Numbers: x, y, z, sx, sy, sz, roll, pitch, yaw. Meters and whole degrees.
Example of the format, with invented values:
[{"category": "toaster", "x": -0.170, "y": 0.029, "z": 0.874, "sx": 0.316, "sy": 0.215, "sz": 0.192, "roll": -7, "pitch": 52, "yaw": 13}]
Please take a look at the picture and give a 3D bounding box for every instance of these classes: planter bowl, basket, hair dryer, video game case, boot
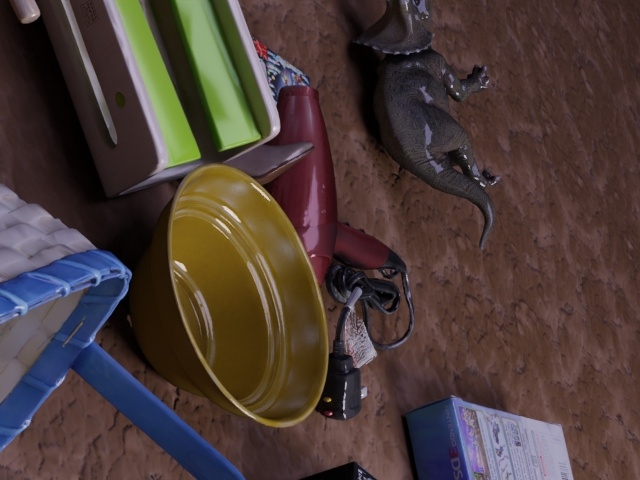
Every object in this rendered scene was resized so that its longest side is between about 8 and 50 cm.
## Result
[{"category": "planter bowl", "x": -0.089, "y": 0.054, "z": 1.452, "sx": 0.217, "sy": 0.090, "sz": 0.217, "roll": 39, "pitch": 42, "yaw": -45}, {"category": "basket", "x": -0.194, "y": 0.096, "z": 1.031, "sx": 0.289, "sy": 0.201, "sz": 0.255, "roll": 41, "pitch": 25, "yaw": 15}, {"category": "hair dryer", "x": 0.000, "y": 0.000, "z": 1.672, "sx": 0.223, "sy": 0.080, "sz": 0.293, "roll": -54, "pitch": 134, "yaw": -61}, {"category": "video game case", "x": 0.190, "y": 0.303, "z": 1.800, "sx": 0.244, "sy": 0.061, "sz": 0.269, "roll": 22, "pitch": 53, "yaw": -56}, {"category": "boot", "x": -0.075, "y": -0.082, "z": 1.563, "sx": 0.118, "sy": 0.042, "sz": 0.087, "roll": -32, "pitch": 83, "yaw": -19}]

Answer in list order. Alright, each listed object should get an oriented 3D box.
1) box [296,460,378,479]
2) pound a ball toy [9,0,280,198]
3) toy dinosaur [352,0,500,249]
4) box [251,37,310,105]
[{"category": "box", "x": 0.045, "y": 0.296, "z": 1.535, "sx": 0.180, "sy": 0.077, "sz": 0.147, "roll": 42, "pitch": 38, "yaw": -40}, {"category": "pound a ball toy", "x": -0.193, "y": -0.193, "z": 1.437, "sx": 0.208, "sy": 0.135, "sz": 0.319, "roll": -20, "pitch": 89, "yaw": -37}, {"category": "toy dinosaur", "x": 0.106, "y": -0.129, "z": 1.929, "sx": 0.160, "sy": 0.121, "sz": 0.314, "roll": 17, "pitch": 61, "yaw": -42}, {"category": "box", "x": -0.042, "y": -0.111, "z": 1.715, "sx": 0.094, "sy": 0.027, "sz": 0.137, "roll": 30, "pitch": 47, "yaw": -48}]
